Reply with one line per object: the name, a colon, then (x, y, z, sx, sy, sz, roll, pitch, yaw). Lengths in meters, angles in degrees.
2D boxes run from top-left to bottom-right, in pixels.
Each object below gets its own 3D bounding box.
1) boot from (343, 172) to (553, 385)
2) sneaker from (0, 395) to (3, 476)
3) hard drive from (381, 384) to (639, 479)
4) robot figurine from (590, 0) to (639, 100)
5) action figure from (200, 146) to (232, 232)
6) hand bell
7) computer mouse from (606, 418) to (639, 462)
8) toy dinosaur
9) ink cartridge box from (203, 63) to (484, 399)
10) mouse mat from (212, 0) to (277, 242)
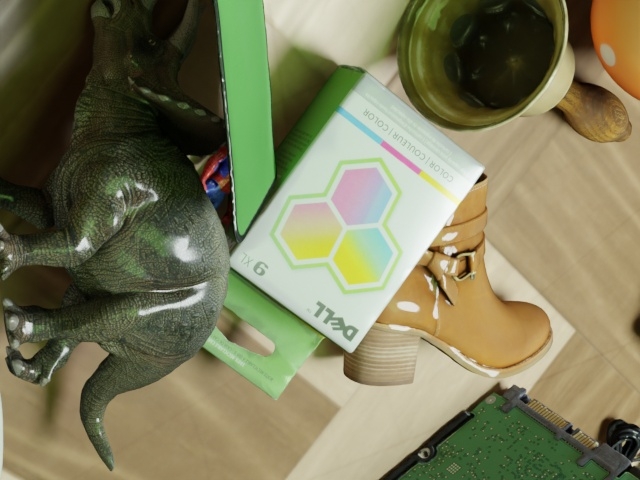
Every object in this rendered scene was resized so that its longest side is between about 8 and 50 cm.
boot: (0.105, 0.022, 1.283, 0.197, 0.073, 0.152, -7, 114, -39)
sneaker: (-0.226, 0.055, 1.019, 0.094, 0.091, 0.258, -26, 127, -25)
hard drive: (0.096, 0.271, 1.297, 0.339, 0.237, 0.064, -39, 132, -17)
robot figurine: (0.251, -0.154, 1.220, 0.158, 0.128, 0.219, -46, 174, 12)
action figure: (-0.072, -0.028, 1.143, 0.115, 0.030, 0.038, -49, 129, -9)
hand bell: (0.169, -0.108, 1.255, 0.242, 0.126, 0.126, 21, 100, -55)
computer mouse: (0.323, 0.191, 1.567, 0.193, 0.042, 0.106, -10, 118, -34)
toy dinosaur: (-0.114, 0.014, 1.054, 0.160, 0.121, 0.314, -12, 112, -13)
ink cartridge box: (0.000, 0.000, 1.164, 0.109, 0.062, 0.209, 37, 89, -20)
mouse mat: (-0.045, -0.107, 1.038, 0.007, 0.152, 0.190, -3, 107, 8)
